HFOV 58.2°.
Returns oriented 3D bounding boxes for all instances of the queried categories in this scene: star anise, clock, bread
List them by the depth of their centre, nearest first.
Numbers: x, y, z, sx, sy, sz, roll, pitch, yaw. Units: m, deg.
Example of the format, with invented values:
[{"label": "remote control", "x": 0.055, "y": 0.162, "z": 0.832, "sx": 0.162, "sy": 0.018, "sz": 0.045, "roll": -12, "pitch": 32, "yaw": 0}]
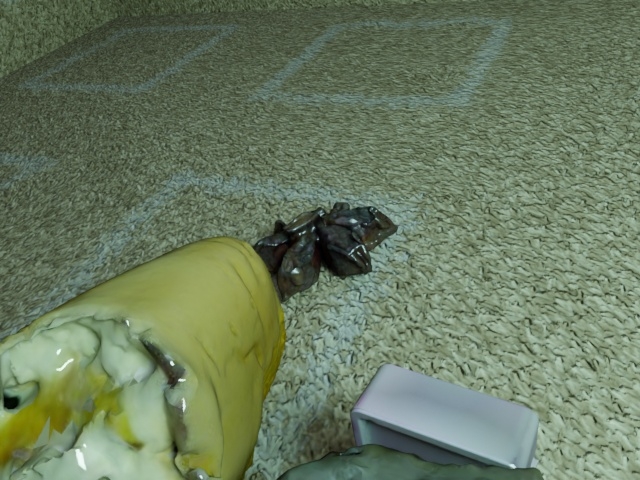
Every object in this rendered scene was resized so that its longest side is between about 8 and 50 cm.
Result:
[{"label": "clock", "x": 0.116, "y": 0.216, "z": 0.528, "sx": 0.150, "sy": 0.197, "sz": 0.063, "roll": 12, "pitch": 41, "yaw": 29}, {"label": "bread", "x": -0.183, "y": 0.172, "z": 0.565, "sx": 0.361, "sy": 0.250, "sz": 0.394, "roll": -27, "pitch": 4, "yaw": 15}, {"label": "star anise", "x": -0.006, "y": 0.004, "z": 0.929, "sx": 0.214, "sy": 0.098, "sz": 0.220, "roll": 13, "pitch": 43, "yaw": 43}]

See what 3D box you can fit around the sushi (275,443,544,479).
[{"label": "sushi", "x": 0.045, "y": 0.311, "z": 0.341, "sx": 0.300, "sy": 0.294, "sz": 0.281, "roll": -3, "pitch": 37, "yaw": 13}]
